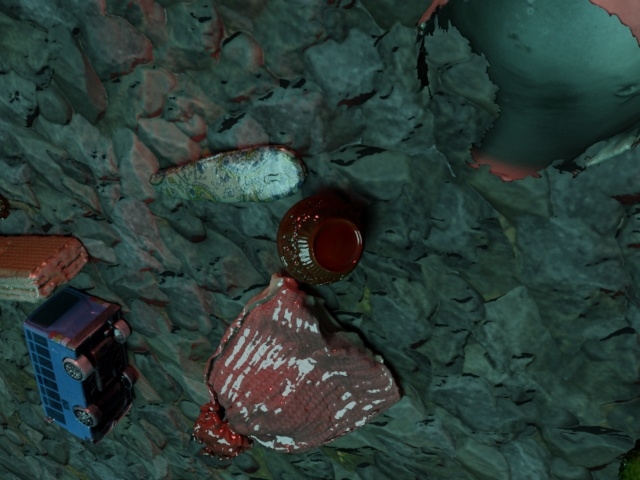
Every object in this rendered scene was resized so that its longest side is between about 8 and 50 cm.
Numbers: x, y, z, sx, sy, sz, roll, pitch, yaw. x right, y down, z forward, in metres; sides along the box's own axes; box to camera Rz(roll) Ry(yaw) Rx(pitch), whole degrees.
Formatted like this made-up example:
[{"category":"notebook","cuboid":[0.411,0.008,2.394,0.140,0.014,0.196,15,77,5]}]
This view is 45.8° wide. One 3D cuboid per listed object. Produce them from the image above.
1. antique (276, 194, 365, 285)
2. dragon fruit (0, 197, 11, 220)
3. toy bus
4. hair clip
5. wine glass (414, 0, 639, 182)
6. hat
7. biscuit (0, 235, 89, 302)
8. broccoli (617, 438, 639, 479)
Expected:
[{"category":"antique","cuboid":[0.000,0.000,0.828,0.104,0.104,0.104,16,131,20]},{"category":"dragon fruit","cuboid":[-0.577,-0.078,1.116,0.246,0.125,0.125,22,121,-7]},{"category":"toy bus","cuboid":[-0.381,0.201,1.204,0.134,0.116,0.234,19,130,18]},{"category":"hair clip","cuboid":[-0.120,-0.072,0.885,0.229,0.036,0.066,-2,117,32]},{"category":"wine glass","cuboid":[0.163,-0.171,0.446,0.143,0.321,0.143,21,139,19]},{"category":"hat","cuboid":[-0.057,0.196,1.006,0.237,0.107,0.286,45,110,-7]},{"category":"biscuit","cuboid":[-0.465,0.041,1.130,0.239,0.108,0.061,0,122,31]},{"category":"broccoli","cuboid":[0.430,0.292,0.676,0.304,0.283,0.321,35,154,-12]}]
